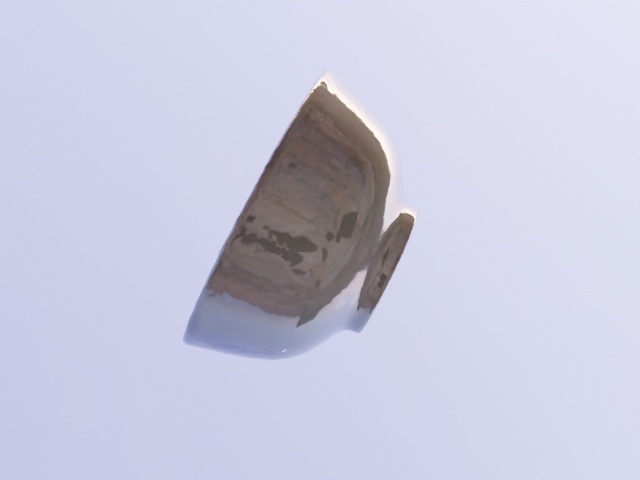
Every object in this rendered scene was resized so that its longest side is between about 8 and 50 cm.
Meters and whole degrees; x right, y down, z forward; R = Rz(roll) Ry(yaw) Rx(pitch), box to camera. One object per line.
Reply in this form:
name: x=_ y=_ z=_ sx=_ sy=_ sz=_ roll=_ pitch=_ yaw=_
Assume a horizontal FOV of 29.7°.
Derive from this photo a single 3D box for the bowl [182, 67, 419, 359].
bowl: x=0.000 y=0.000 z=1.128 sx=0.146 sy=0.289 sz=0.289 roll=28 pitch=-115 yaw=0
